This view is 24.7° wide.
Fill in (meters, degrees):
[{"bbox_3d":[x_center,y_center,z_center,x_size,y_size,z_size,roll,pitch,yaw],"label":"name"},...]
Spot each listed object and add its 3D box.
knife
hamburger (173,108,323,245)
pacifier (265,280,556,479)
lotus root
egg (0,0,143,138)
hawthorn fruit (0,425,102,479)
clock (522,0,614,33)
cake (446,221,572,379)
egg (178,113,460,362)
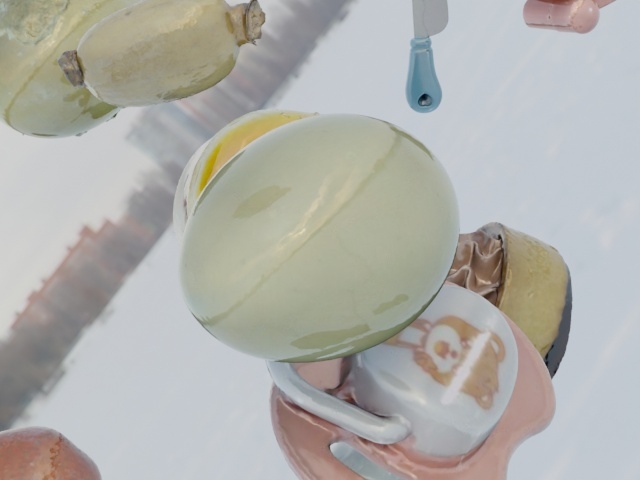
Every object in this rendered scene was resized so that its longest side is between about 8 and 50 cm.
[{"bbox_3d":[0.144,-0.293,1.976,0.032,0.058,0.244,-79,-10,-74],"label":"knife"},{"bbox_3d":[-0.015,-0.027,1.591,0.151,0.295,0.227,14,101,61],"label":"hamburger"},{"bbox_3d":[0.081,0.158,1.343,0.220,0.273,0.332,1,32,28],"label":"pacifier"},{"bbox_3d":[-0.104,-0.130,0.989,0.150,0.073,0.062,-16,31,7],"label":"lotus root"},{"bbox_3d":[-0.252,-0.189,1.449,0.201,0.164,0.164,-44,0,-37],"label":"egg"},{"bbox_3d":[-0.461,0.428,2.331,0.231,0.235,0.263,73,-176,-54],"label":"hawthorn fruit"},{"bbox_3d":[0.307,-0.397,1.728,0.227,0.241,0.142,-33,27,-20],"label":"clock"},{"bbox_3d":[0.173,0.077,1.678,0.185,0.178,0.208,145,132,-65],"label":"cake"},{"bbox_3d":[0.000,0.000,1.128,0.241,0.186,0.186,-31,-9,-37],"label":"egg"}]
